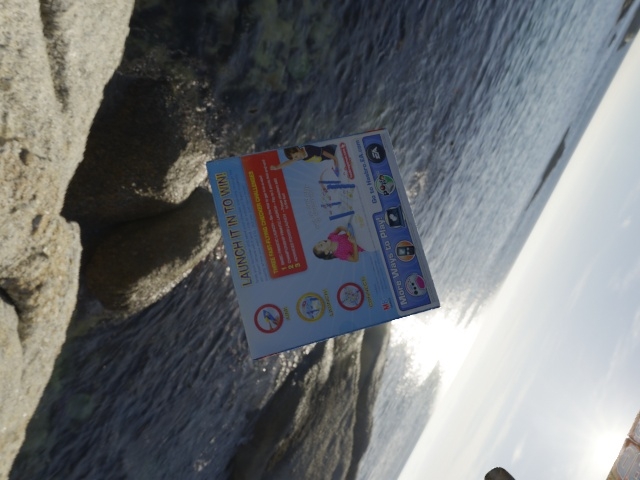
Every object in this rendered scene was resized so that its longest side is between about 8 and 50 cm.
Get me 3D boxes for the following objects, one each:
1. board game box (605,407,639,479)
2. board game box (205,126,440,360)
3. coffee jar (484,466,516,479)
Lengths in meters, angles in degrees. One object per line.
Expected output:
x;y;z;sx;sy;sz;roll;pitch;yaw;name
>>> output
1.026;0.638;1.105;0.357;0.356;0.356;-63;160;-1;board game box
0.000;0.000;0.707;0.301;0.309;0.086;-13;171;-12;board game box
0.502;0.719;1.217;0.079;0.096;0.185;-25;129;-17;coffee jar
